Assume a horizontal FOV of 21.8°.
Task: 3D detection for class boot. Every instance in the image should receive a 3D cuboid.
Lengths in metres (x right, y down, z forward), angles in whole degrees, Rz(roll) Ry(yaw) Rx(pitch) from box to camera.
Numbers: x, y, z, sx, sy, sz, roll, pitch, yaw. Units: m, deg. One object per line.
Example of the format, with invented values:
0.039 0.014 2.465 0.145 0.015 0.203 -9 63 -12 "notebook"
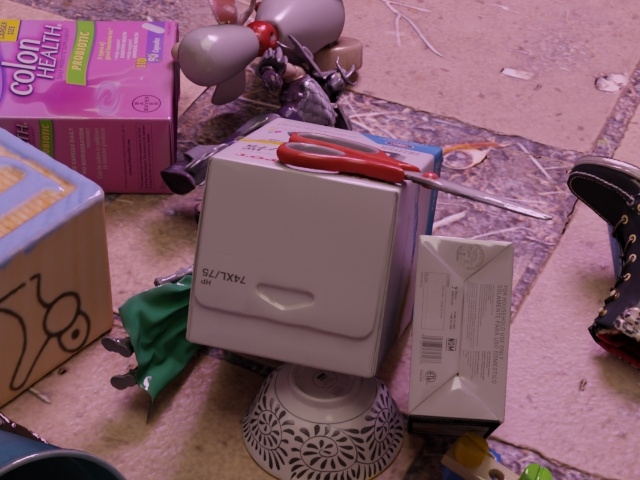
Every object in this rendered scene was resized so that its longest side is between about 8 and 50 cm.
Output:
0.339 0.024 1.833 0.236 0.085 0.178 35 68 18 "boot"

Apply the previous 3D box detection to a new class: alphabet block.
-0.351 0.024 1.768 0.193 0.197 0.192 31 48 29 "alphabet block"

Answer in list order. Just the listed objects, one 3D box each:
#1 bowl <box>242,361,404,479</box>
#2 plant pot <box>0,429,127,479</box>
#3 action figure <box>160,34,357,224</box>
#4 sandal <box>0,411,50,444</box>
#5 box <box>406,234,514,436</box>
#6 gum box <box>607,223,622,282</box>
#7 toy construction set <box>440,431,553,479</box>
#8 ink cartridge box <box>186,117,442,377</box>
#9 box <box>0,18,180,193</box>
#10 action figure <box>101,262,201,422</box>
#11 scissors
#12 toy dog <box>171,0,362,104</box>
0.003 0.166 1.705 0.170 0.080 0.170 0 41 0 "bowl"
-0.335 0.277 1.444 0.255 0.272 0.271 15 40 38 "plant pot"
-0.050 -0.124 1.994 0.285 0.185 0.099 -44 17 -25 "action figure"
-0.348 0.194 1.682 0.219 0.060 0.090 34 55 14 "sandal"
0.130 0.099 1.600 0.087 0.290 0.169 4 80 3 "box"
0.420 -0.013 1.959 0.157 0.041 0.184 3 42 1 "gum box"
0.208 0.315 1.498 0.327 0.151 0.215 28 34 30 "toy construction set"
0.000 0.000 1.736 0.198 0.197 0.270 11 15 10 "ink cartridge box"
-0.298 -0.168 2.056 0.243 0.117 0.213 0 41 -1 "box"
-0.148 0.077 1.793 0.063 0.137 0.232 10 31 28 "action figure"
0.094 -0.065 1.598 0.297 0.021 0.109 13 14 21 "scissors"
-0.085 -0.278 2.123 0.161 0.220 0.333 8 1 36 "toy dog"
